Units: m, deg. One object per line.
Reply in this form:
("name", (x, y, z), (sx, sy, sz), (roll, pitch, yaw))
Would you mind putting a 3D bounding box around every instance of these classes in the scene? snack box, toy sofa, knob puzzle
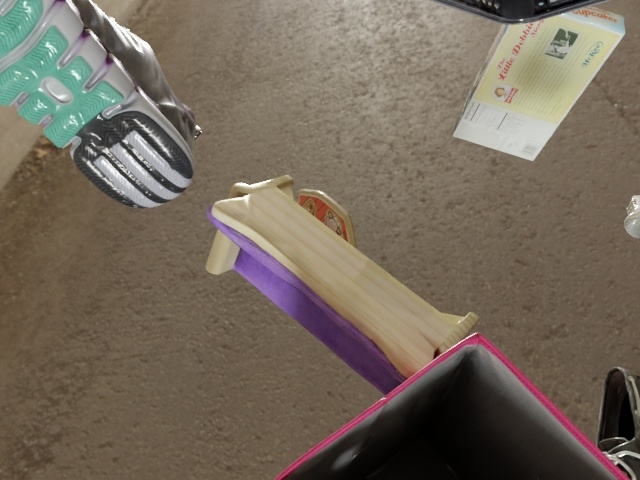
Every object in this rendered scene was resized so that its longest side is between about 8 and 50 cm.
("snack box", (0.406, -0.308, 1.021), (0.187, 0.322, 0.060), (18, 55, 1))
("toy sofa", (0.004, 0.079, 0.689), (0.362, 0.150, 0.177), (38, 34, 18))
("knob puzzle", (0.000, 0.000, 0.887), (0.029, 0.213, 0.213), (-22, 37, -29))

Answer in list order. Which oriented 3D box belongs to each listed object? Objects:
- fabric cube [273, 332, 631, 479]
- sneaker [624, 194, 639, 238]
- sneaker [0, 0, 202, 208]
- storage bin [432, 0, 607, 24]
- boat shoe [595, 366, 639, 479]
("fabric cube", (0.115, 0.299, 0.488), (0.259, 0.258, 0.254), (-26, 58, -27))
("sneaker", (0.553, -0.045, 0.901), (0.152, 0.054, 0.061), (-14, 46, -38))
("sneaker", (-0.159, -0.122, 0.312), (0.083, 0.224, 0.098), (-26, 32, 17))
("storage bin", (0.123, -0.198, 0.308), (0.180, 0.085, 0.122), (-8, 7, -40))
("boat shoe", (0.442, 0.325, 0.754), (0.104, 0.113, 0.306), (34, 59, -5))
